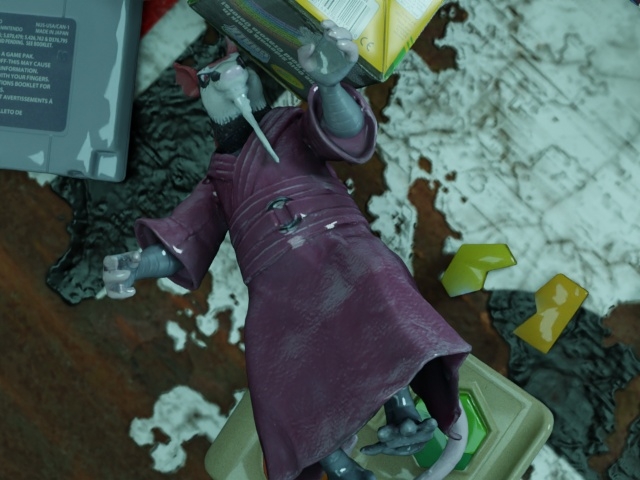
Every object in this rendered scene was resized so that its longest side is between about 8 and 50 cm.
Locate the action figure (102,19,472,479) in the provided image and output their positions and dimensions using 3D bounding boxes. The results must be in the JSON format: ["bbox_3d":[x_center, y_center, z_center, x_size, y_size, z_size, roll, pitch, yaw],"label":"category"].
[{"bbox_3d":[0.000,0.000,1.188,0.248,0.276,0.370,-31,66,20],"label":"action figure"}]

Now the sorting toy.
[{"bbox_3d":[0.069,0.127,1.289,0.229,0.041,0.307,35,98,11],"label":"sorting toy"}]

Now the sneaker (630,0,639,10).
[{"bbox_3d":[0.283,-0.178,1.228,0.084,0.069,0.185,-9,82,22],"label":"sneaker"}]

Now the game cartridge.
[{"bbox_3d":[-0.299,-0.161,1.373,0.294,0.060,0.196,7,95,13],"label":"game cartridge"}]

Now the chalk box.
[{"bbox_3d":[-0.003,-0.201,1.229,0.132,0.213,0.132,39,77,-17],"label":"chalk box"}]
